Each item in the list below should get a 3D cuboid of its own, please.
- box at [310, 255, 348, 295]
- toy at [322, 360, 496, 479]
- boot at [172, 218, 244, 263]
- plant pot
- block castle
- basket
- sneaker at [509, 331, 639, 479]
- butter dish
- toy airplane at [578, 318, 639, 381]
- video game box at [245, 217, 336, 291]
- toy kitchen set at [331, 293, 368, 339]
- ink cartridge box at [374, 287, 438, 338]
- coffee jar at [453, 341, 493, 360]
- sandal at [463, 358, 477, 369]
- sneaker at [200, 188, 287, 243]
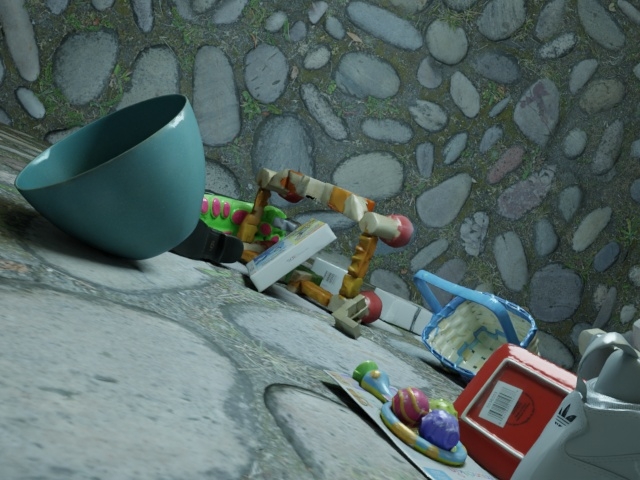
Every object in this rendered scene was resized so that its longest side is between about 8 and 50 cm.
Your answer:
[{"bbox_3d":[0.034,0.118,1.884,0.130,0.091,0.170,24,2,5],"label":"box"},{"bbox_3d":[0.117,0.208,0.705,0.137,0.056,0.237,23,2,-33],"label":"toy"},{"bbox_3d":[-0.329,-0.019,1.369,0.229,0.091,0.263,19,-7,40],"label":"boot"},{"bbox_3d":[-0.305,-0.084,0.953,0.290,0.290,0.195,26,-34,52],"label":"plant pot"},{"bbox_3d":[0.000,0.000,1.564,0.453,0.303,0.213,25,8,35],"label":"block castle"},{"bbox_3d":[0.340,0.197,1.268,0.255,0.201,0.289,25,-30,58],"label":"basket"},{"bbox_3d":[0.319,0.222,0.432,0.366,0.210,0.137,25,2,3],"label":"sneaker"},{"bbox_3d":[0.266,0.240,0.749,0.160,0.160,0.118,27,-20,49],"label":"butter dish"},{"bbox_3d":[0.471,0.252,0.748,0.384,0.272,0.386,61,4,26],"label":"toy airplane"},{"bbox_3d":[-0.074,0.028,1.333,0.048,0.205,0.187,56,-6,-13],"label":"video game box"},{"bbox_3d":[0.082,0.174,1.243,0.075,0.083,0.068,26,-39,48],"label":"toy kitchen set"},{"bbox_3d":[0.263,0.230,1.831,0.190,0.082,0.139,25,1,-24],"label":"ink cartridge box"},{"bbox_3d":[0.438,0.307,1.605,0.079,0.096,0.184,27,-1,-33],"label":"coffee jar"},{"bbox_3d":[0.432,0.320,1.446,0.219,0.060,0.090,26,14,37],"label":"sandal"},{"bbox_3d":[-0.273,-0.068,1.777,0.202,0.185,0.483,30,3,36],"label":"sneaker"}]
